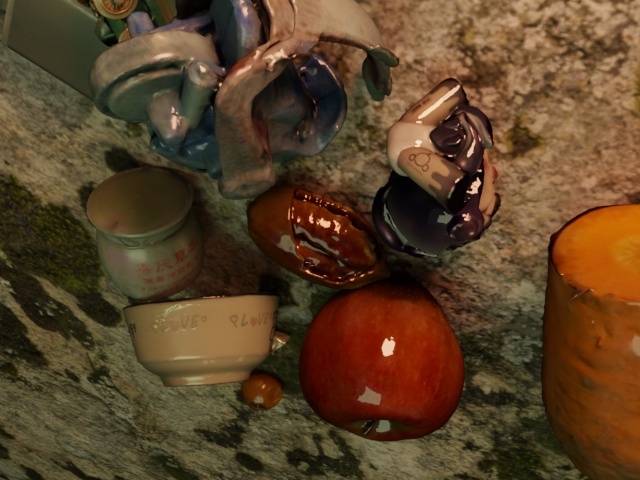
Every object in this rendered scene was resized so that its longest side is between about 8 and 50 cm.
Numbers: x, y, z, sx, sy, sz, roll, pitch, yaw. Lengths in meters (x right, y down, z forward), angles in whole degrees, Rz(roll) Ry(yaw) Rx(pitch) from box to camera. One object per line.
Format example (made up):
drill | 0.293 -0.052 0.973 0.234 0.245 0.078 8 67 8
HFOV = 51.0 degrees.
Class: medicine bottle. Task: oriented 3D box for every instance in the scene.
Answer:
medicine bottle | -0.239 -0.012 0.939 0.147 0.147 0.143 13 137 12

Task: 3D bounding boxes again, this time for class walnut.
walnut | 0.000 0.000 0.866 0.207 0.115 0.116 30 140 -6

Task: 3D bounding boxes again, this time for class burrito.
burrito | -0.144 0.152 1.155 0.186 0.041 0.045 18 -179 6

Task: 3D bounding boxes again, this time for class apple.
apple | 0.088 0.157 0.921 0.230 0.230 0.230 14 139 12

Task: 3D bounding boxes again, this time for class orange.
orange | -0.115 0.290 1.272 0.086 0.062 0.086 14 136 14

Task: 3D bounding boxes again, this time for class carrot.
carrot | 0.358 0.130 0.754 0.224 0.224 0.340 -1 127 26

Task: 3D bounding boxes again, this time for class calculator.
calculator | -0.279 -0.234 0.795 0.246 0.045 0.141 32 139 -10

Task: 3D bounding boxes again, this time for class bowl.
bowl | -0.174 0.152 1.009 0.238 0.126 0.238 -4 171 -1

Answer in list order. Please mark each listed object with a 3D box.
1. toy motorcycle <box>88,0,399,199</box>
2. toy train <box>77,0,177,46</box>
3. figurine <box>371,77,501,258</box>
toy motorcycle | -0.053 -0.125 0.632 0.241 0.182 0.319 7 175 10
toy train | -0.167 -0.228 0.691 0.081 0.125 0.194 46 164 40
figurine | 0.122 -0.050 0.722 0.145 0.145 0.222 8 154 18
